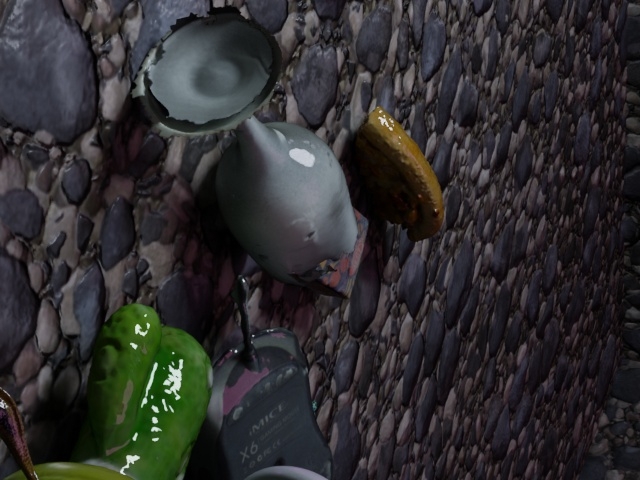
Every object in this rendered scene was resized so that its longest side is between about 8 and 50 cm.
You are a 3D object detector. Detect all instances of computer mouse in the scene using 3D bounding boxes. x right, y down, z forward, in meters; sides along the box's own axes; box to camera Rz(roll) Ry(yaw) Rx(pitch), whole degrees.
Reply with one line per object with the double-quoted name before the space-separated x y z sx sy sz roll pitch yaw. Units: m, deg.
"computer mouse" -0.076 0.188 1.258 0.167 0.090 0.379 -33 132 -39

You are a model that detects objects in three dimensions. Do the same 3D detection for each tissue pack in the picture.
"tissue pack" 0.000 0.000 1.406 0.148 0.060 0.108 35 67 -65

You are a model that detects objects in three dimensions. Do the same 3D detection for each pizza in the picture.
"pizza" 0.101 -0.073 1.553 0.058 0.127 0.246 -44 151 -19

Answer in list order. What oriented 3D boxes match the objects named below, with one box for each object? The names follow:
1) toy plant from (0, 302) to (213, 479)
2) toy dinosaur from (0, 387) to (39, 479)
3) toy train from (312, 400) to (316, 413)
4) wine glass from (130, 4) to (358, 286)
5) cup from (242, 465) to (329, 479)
"toy plant" -0.174 0.193 1.012 0.316 0.184 0.224 -74 165 -55
"toy dinosaur" -0.248 0.128 0.869 0.180 0.058 0.037 53 22 -9
"toy train" -0.032 0.216 1.456 0.092 0.029 0.045 -11 116 -66
"wine glass" -0.058 -0.076 1.166 0.321 0.143 0.143 60 45 -58
"cup" -0.037 0.396 1.112 0.259 0.274 0.357 14 97 -52
